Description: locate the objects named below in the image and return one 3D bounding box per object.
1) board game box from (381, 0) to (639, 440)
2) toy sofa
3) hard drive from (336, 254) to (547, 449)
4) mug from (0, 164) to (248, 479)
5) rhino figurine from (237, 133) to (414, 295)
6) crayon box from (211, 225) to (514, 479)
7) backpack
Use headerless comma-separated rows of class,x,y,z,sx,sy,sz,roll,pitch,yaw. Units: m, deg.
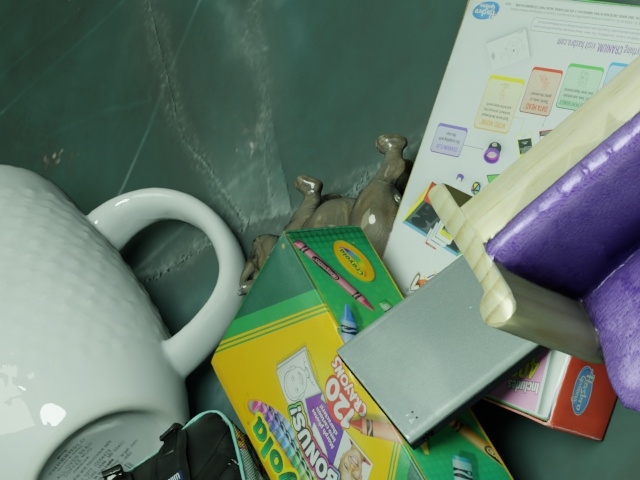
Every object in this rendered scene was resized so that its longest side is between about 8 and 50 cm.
board game box,0.165,-0.030,1.339,0.242,0.064,0.316,19,89,52
toy sofa,0.265,-0.058,1.103,0.362,0.150,0.177,-41,56,20
hard drive,0.092,0.075,1.243,0.135,0.022,0.094,-37,60,-6
mug,-0.239,0.095,1.647,0.374,0.276,0.328,-38,48,-8
rhino figurine,0.000,0.000,1.522,0.243,0.073,0.106,-27,52,43
crayon box,0.029,0.145,1.339,0.278,0.081,0.165,59,138,30
backpack,-0.089,0.262,1.403,0.166,0.144,0.188,-34,43,11
